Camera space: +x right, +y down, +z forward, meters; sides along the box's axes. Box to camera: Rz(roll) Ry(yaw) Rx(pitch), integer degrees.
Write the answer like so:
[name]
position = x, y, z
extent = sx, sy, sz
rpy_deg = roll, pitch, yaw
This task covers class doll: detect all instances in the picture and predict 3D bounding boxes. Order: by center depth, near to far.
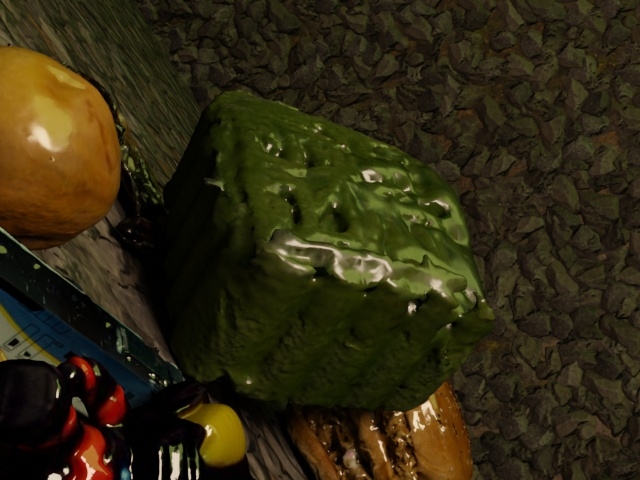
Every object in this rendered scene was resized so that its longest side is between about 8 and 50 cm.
[doll]
position = -0.091, 0.134, 0.407
extent = 0.088, 0.127, 0.249
rpy_deg = 20, -17, 24

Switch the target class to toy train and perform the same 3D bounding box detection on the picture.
[toy train]
position = -0.165, 0.048, 0.448
extent = 0.234, 0.051, 0.052
rpy_deg = 50, 6, -41

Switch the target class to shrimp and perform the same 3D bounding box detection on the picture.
[shrimp]
position = -0.225, -0.078, 0.812
extent = 0.233, 0.071, 0.365
rpy_deg = 62, -3, 3

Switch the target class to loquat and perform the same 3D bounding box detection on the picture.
[loquat]
position = -0.188, -0.053, 0.467
extent = 0.137, 0.137, 0.113
rpy_deg = 54, 18, -49

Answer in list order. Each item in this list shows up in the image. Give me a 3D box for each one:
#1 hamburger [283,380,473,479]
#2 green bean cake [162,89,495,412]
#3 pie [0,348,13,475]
[hamburger]
position = 0.080, 0.251, 0.969
extent = 0.260, 0.211, 0.245
rpy_deg = 61, 6, -25
[green bean cake]
position = 0.000, 0.000, 0.818
extent = 0.335, 0.218, 0.319
rpy_deg = 16, 38, -29
[pie]
position = -0.181, 0.050, 0.342
extent = 0.191, 0.033, 0.088
rpy_deg = 56, 6, -22
